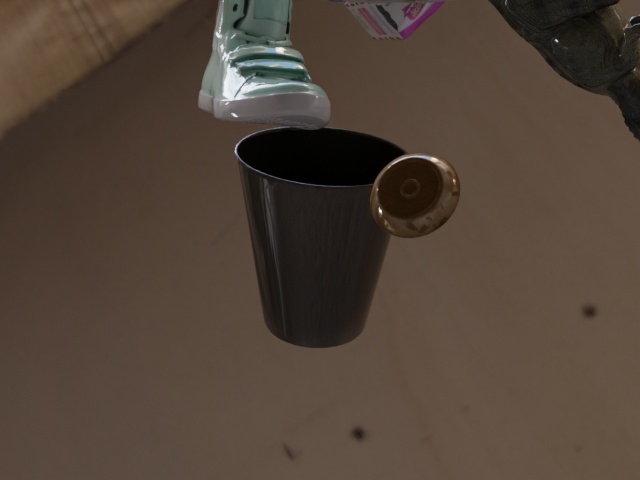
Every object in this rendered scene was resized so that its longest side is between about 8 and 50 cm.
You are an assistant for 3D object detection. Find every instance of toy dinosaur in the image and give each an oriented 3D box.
[{"bbox_3d":[0.130,-0.153,0.671,0.118,0.268,0.064,-55,-3,29],"label":"toy dinosaur"}]

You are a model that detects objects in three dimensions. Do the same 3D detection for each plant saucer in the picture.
[{"bbox_3d":[0.080,-0.043,1.102,0.083,0.083,0.015,-36,-30,5],"label":"plant saucer"}]

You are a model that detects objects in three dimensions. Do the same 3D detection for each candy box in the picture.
[{"bbox_3d":[0.124,-0.333,1.618,0.159,0.071,0.233,-42,10,2],"label":"candy box"}]

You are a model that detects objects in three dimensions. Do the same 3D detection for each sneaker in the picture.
[{"bbox_3d":[-0.055,-0.187,1.200,0.094,0.256,0.151,5,-81,-23],"label":"sneaker"}]

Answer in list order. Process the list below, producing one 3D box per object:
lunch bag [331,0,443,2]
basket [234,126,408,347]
[{"bbox_3d":[0.061,-0.310,0.969,0.115,0.303,0.243,10,-90,-47],"label":"lunch bag"},{"bbox_3d":[0.000,0.000,1.486,0.204,0.154,0.227,6,-60,7],"label":"basket"}]
